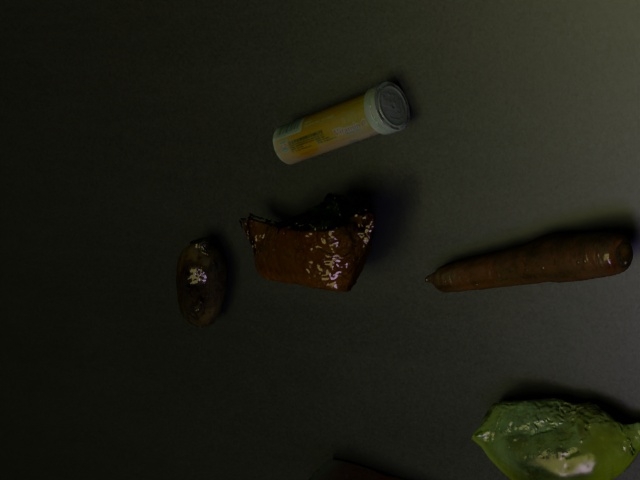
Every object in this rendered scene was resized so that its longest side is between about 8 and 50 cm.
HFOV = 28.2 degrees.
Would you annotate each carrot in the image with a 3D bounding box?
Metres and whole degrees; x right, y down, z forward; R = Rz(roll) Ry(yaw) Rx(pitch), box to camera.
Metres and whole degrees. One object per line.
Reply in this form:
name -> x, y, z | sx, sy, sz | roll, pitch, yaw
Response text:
carrot -> 0.279, 0.033, 1.758 | 0.342, 0.070, 0.070 | -10, 105, 46

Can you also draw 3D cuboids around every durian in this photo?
durian -> 0.336, 0.295, 1.816 | 0.250, 0.101, 0.139 | 10, 117, 34

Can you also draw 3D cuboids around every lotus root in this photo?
lotus root -> -0.201, 0.075, 2.135 | 0.089, 0.080, 0.179 | 23, 125, 28

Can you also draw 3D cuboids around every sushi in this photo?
sushi -> 0.000, 0.001, 1.913 | 0.287, 0.149, 0.140 | 8, 99, 60

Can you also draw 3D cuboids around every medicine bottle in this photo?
medicine bottle -> 0.025, -0.167, 1.850 | 0.218, 0.074, 0.074 | -16, 102, 43

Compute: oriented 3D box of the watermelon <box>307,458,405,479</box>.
watermelon -> 0.111, 0.468, 2.075 | 0.257, 0.140, 0.192 | -5, 104, 29
